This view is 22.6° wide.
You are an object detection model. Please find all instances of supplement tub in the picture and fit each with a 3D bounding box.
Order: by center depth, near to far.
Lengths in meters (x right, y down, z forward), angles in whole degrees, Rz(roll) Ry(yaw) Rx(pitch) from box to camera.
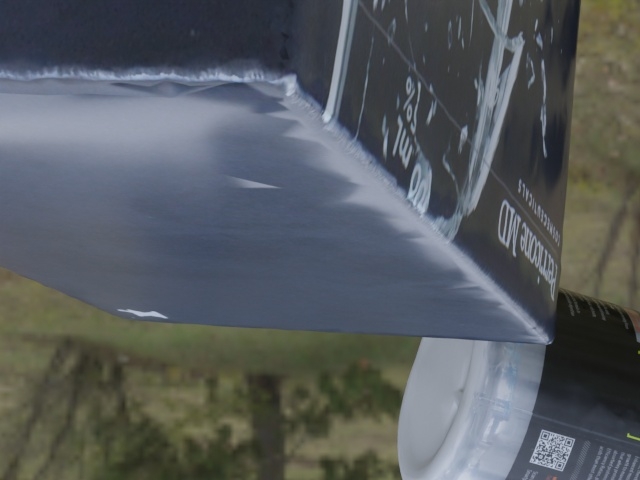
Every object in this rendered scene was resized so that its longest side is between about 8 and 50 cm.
[{"bbox_3d":[0.252,0.161,1.350,0.338,0.207,0.207,17,157,-11],"label":"supplement tub"}]

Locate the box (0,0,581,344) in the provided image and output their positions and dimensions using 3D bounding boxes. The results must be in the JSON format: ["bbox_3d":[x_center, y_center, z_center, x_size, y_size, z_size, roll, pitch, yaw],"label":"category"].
[{"bbox_3d":[-0.047,-0.223,0.788,0.298,0.471,0.480,3,168,20],"label":"box"}]
